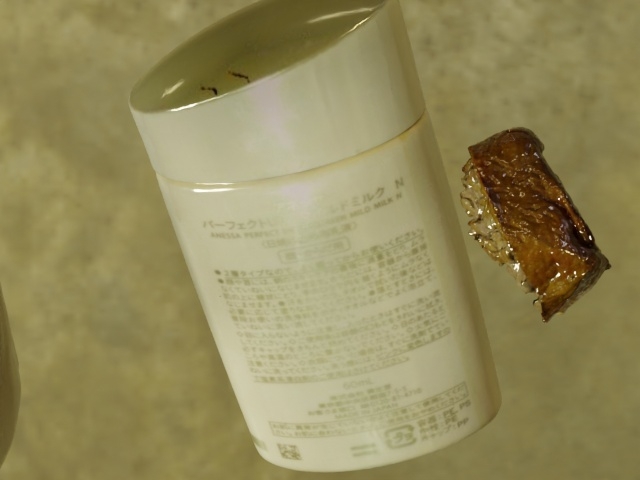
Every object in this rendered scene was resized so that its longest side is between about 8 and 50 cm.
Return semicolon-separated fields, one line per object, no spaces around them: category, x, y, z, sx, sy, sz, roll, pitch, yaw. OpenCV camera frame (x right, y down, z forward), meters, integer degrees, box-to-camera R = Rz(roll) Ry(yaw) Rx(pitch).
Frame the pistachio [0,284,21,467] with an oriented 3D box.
pistachio;-0.387;0.092;1.656;0.365;0.281;0.445;56;143;22

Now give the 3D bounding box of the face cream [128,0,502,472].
face cream;0.000;0.000;1.225;0.173;0.348;0.081;-12;39;7

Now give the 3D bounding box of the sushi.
sushi;0.101;-0.008;0.961;0.055;0.052;0.120;-28;59;2
